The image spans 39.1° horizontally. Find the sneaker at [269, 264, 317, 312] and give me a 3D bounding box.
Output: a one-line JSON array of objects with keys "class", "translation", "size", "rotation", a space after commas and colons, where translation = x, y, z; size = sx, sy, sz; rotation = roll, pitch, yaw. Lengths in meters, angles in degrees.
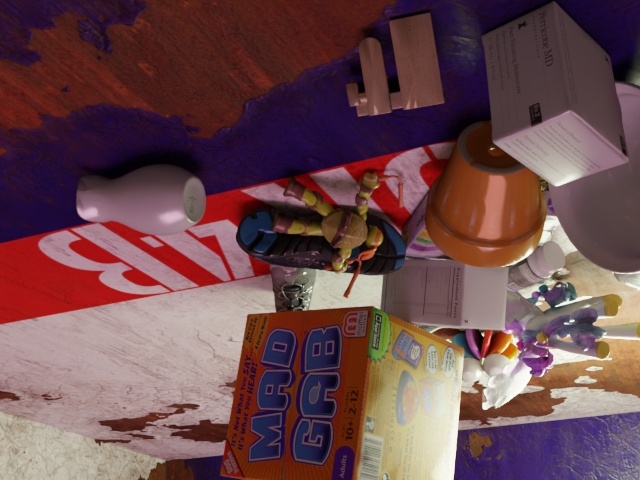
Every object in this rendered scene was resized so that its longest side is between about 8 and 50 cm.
[{"class": "sneaker", "translation": [-0.055, 0.125, 2.041], "size": [0.105, 0.115, 0.281], "rotation": [-2, 156, 3]}]

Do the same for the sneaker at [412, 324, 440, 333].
[{"class": "sneaker", "translation": [0.281, 0.192, 2.274], "size": [0.192, 0.064, 0.086], "rotation": [-13, 146, 24]}]

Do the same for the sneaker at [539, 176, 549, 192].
[{"class": "sneaker", "translation": [0.399, -0.106, 1.640], "size": [0.083, 0.035, 0.031], "rotation": [4, 154, -11]}]

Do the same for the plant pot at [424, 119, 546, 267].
[{"class": "plant pot", "translation": [0.282, -0.091, 1.505], "size": [0.205, 0.205, 0.188], "rotation": [-1, 140, 1]}]

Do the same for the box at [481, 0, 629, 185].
[{"class": "box", "translation": [0.326, -0.198, 1.256], "size": [0.119, 0.181, 0.182], "rotation": [-21, 148, 36]}]

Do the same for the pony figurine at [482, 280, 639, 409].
[{"class": "pony figurine", "translation": [0.510, 0.209, 2.072], "size": [0.351, 0.303, 0.363], "rotation": [-13, -176, -42]}]

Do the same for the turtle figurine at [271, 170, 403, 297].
[{"class": "turtle figurine", "translation": [0.024, -0.018, 1.654], "size": [0.217, 0.087, 0.269], "rotation": [18, 118, -8]}]

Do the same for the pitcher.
[{"class": "pitcher", "translation": [-0.303, -0.071, 1.621], "size": [0.207, 0.125, 0.178], "rotation": [1, 179, 22]}]

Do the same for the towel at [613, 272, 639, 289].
[{"class": "towel", "translation": [0.867, 0.035, 1.906], "size": [0.374, 0.090, 0.320], "rotation": [5, 154, -13]}]

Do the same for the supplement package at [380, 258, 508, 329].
[{"class": "supplement package", "translation": [0.257, 0.113, 1.897], "size": [0.134, 0.139, 0.244], "rotation": [8, 175, -37]}]

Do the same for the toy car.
[{"class": "toy car", "translation": [0.430, 0.283, 2.405], "size": [0.182, 0.159, 0.136], "rotation": [-11, 119, 23]}]

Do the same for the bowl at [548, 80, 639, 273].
[{"class": "bowl", "translation": [0.499, -0.104, 1.396], "size": [0.134, 0.298, 0.298], "rotation": [-11, 161, -26]}]

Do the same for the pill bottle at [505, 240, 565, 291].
[{"class": "pill bottle", "translation": [0.455, 0.054, 1.946], "size": [0.078, 0.078, 0.137], "rotation": [14, 151, -30]}]

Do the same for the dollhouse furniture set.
[{"class": "dollhouse furniture set", "translation": [0.108, -0.253, 1.316], "size": [0.144, 0.123, 0.151], "rotation": [-8, -170, 15]}]

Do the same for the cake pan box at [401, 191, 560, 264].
[{"class": "cake pan box", "translation": [0.317, -0.033, 1.765], "size": [0.267, 0.070, 0.246], "rotation": [5, 157, -13]}]

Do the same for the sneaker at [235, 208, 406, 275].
[{"class": "sneaker", "translation": [0.000, 0.000, 1.799], "size": [0.341, 0.125, 0.139], "rotation": [10, 170, -9]}]

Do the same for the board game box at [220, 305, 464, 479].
[{"class": "board game box", "translation": [0.057, 0.367, 1.955], "size": [0.356, 0.356, 0.356], "rotation": [-8, 156, 40]}]
